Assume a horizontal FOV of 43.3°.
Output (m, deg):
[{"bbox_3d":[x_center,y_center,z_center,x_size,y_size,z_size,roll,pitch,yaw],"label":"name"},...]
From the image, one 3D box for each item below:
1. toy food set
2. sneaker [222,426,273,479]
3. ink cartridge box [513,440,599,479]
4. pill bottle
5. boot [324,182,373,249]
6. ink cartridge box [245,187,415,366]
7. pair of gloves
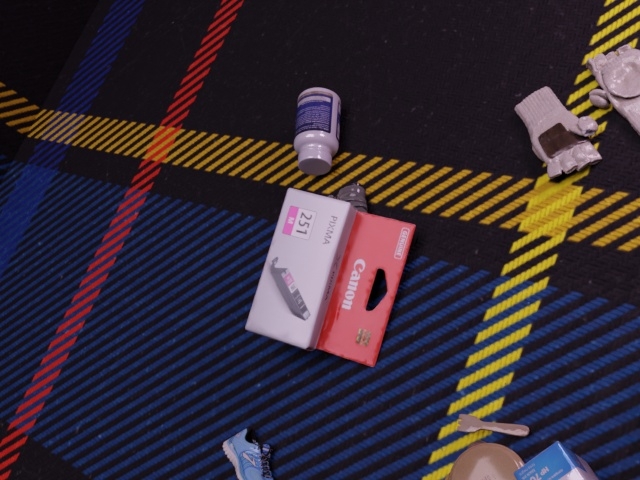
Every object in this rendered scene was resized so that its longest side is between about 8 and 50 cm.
[{"bbox_3d":[0.250,0.366,1.211,0.132,0.038,0.192,2,62,30],"label":"toy food set"},{"bbox_3d":[-0.115,0.396,1.441,0.073,0.063,0.162,-46,48,2],"label":"sneaker"},{"bbox_3d":[0.355,0.374,1.052,0.082,0.139,0.191,-39,49,12],"label":"ink cartridge box"},{"bbox_3d":[-0.008,-0.225,1.682,0.094,0.094,0.170,-14,58,30],"label":"pill bottle"},{"bbox_3d":[0.000,0.000,1.574,0.246,0.083,0.161,-29,47,11],"label":"boot"},{"bbox_3d":[0.017,0.065,1.450,0.238,0.060,0.275,15,84,20],"label":"ink cartridge box"},{"bbox_3d":[0.463,-0.224,1.370,0.240,0.042,0.204,-28,52,20],"label":"pair of gloves"}]
